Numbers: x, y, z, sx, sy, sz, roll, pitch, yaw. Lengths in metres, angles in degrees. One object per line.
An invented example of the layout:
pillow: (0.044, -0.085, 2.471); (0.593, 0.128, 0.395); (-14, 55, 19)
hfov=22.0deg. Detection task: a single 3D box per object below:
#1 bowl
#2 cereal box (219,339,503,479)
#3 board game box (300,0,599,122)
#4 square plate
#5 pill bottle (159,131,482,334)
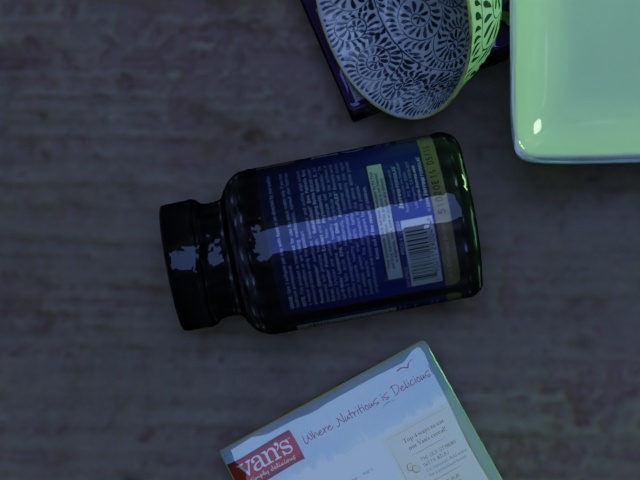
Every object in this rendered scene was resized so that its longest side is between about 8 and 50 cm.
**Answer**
bowl: (0.077, -0.178, 1.175); (0.080, 0.170, 0.170); (-21, 77, -33)
cereal box: (0.057, 0.216, 1.182); (0.173, 0.047, 0.240); (-28, 79, -2)
board game box: (0.052, -0.288, 1.280); (0.208, 0.056, 0.347); (-23, 79, 2)
square plate: (0.297, -0.220, 1.229); (0.344, 0.049, 0.347); (0, 79, -9)
pill bottle: (0.000, 0.000, 1.187); (0.219, 0.123, 0.123); (-10, 79, 0)
